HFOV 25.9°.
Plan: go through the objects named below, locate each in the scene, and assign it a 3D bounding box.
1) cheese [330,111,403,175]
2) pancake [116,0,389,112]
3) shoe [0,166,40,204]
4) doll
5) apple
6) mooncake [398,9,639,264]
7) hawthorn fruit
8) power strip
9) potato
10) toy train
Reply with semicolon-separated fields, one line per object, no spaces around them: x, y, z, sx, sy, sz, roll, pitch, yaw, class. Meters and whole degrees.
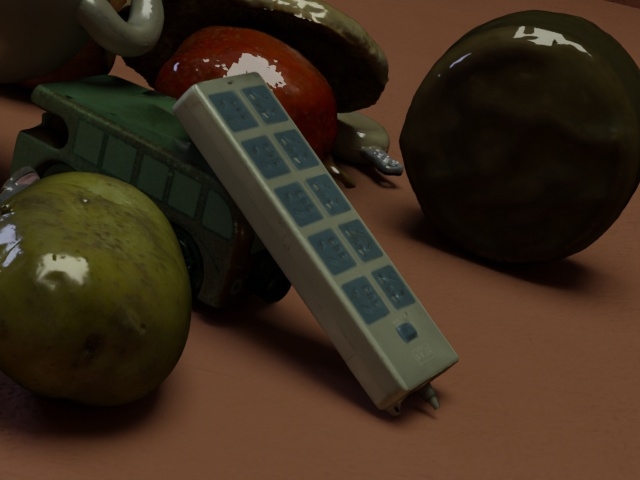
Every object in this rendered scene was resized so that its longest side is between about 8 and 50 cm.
0.051;-0.126;1.830;0.092;0.047;0.171;9;23;-13;cheese
-0.085;-0.226;1.724;0.356;0.065;0.356;9;-22;4;pancake
-0.267;0.004;1.261;0.092;0.089;0.180;27;24;-2;shoe
-0.371;-0.240;1.421;0.370;0.226;0.215;-16;12;25;doll
-0.338;-0.279;1.761;0.174;0.188;0.188;20;21;-1;apple
0.237;-0.116;1.604;0.284;0.284;0.155;19;22;11;mooncake
-0.068;-0.129;1.568;0.253;0.205;0.205;24;22;8;hawthorn fruit
0.000;0.000;1.256;0.367;0.043;0.106;55;34;9;power strip
-0.194;0.039;1.119;0.197;0.148;0.228;41;15;-38;potato
-0.154;-0.050;1.360;0.326;0.159;0.129;28;27;27;toy train
